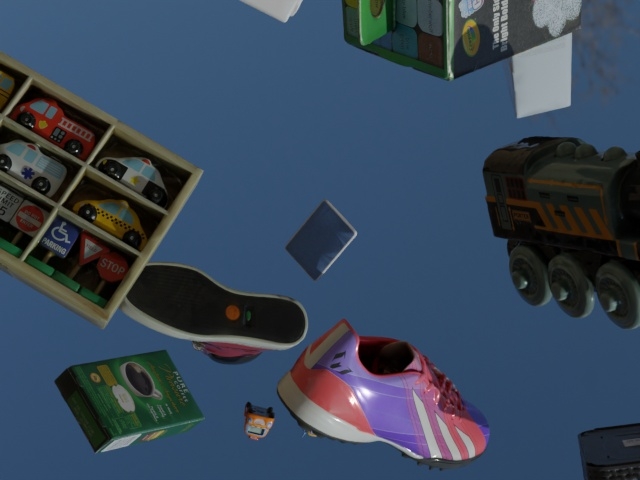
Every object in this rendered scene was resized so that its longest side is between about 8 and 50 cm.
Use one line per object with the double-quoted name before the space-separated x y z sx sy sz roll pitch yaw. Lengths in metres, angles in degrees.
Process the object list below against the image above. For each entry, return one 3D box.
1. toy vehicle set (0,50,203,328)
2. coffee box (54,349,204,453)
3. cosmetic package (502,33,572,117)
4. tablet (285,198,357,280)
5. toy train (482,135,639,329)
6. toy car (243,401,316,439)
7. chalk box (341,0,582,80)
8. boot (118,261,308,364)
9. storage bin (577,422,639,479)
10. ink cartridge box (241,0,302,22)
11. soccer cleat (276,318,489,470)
"toy vehicle set" -0.261 -0.059 1.327 0.267 0.035 0.166 30 -112 -2
"coffee box" -0.238 0.202 1.900 0.040 0.113 0.184 -43 161 28
"cosmetic package" 0.282 -0.407 2.199 0.098 0.284 0.377 -12 -108 3
"tablet" 0.000 0.000 1.650 0.054 0.083 0.006 47 -148 12
"toy train" 0.307 -0.018 1.682 0.142 0.190 0.334 -20 -166 -22
"toy car" -0.043 0.226 1.818 0.122 0.040 0.060 14 -176 -25
"chalk box" 0.135 -0.300 1.676 0.289 0.180 0.179 -23 -146 -34
"boot" -0.161 0.099 1.849 0.176 0.244 0.088 -27 -129 59
"storage bin" 0.349 0.257 1.630 0.122 0.084 0.180 -8 -175 7
"ink cartridge box" -0.096 -0.347 1.454 0.237 0.172 0.100 25 -156 -15
"soccer cleat" 0.096 0.168 1.636 0.116 0.318 0.108 -54 -135 17
